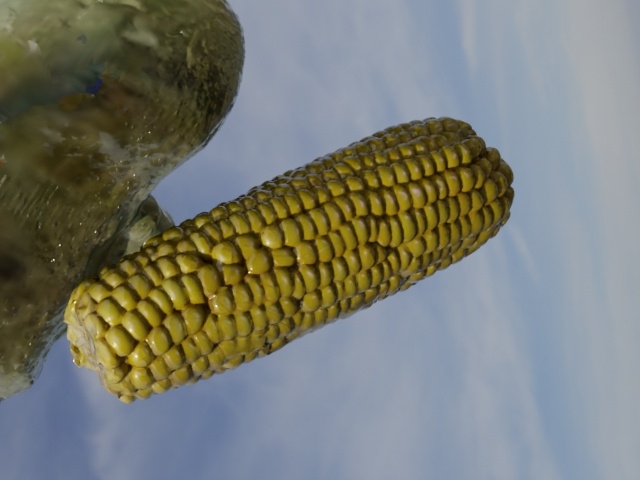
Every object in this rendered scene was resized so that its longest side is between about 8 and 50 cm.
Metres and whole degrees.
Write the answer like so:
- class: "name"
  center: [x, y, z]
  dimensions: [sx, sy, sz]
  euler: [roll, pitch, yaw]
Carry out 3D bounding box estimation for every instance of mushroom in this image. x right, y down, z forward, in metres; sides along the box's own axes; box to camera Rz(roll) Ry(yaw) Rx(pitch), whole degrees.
- class: "mushroom"
  center: [-0.188, -0.034, 0.662]
  dimensions: [0.247, 0.344, 0.130]
  euler: [45, -168, -9]

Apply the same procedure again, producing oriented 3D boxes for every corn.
- class: "corn"
  center: [0.000, 0.000, 0.622]
  dimensions: [0.310, 0.101, 0.101]
  euler: [-23, -76, -29]
